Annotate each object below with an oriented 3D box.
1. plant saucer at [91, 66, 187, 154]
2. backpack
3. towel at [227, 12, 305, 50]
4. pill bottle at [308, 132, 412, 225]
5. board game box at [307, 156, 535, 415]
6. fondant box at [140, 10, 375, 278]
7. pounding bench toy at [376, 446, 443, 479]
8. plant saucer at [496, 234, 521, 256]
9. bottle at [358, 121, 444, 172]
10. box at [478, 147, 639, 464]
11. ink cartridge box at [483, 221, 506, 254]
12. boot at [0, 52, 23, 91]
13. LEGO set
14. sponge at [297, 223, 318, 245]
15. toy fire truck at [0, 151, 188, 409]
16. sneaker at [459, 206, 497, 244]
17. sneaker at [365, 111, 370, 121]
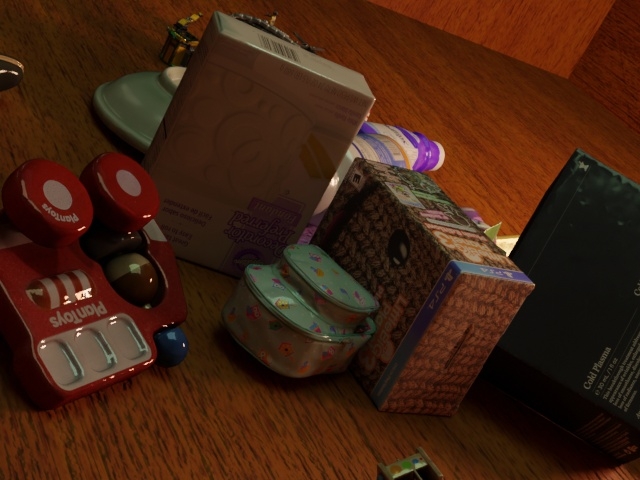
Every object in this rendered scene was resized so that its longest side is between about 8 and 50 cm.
[{"bbox_3d":[-0.191,-0.212,2.008,0.400,0.100,0.400,22,19,-8],"label":"plant saucer"},{"bbox_3d":[-0.028,0.093,1.505,0.166,0.144,0.188,45,29,23],"label":"backpack"},{"bbox_3d":[-0.078,-0.291,2.160,0.284,0.121,0.235,29,-16,-5],"label":"towel"},{"bbox_3d":[0.029,-0.102,1.908,0.152,0.152,0.272,38,23,23],"label":"pill bottle"},{"bbox_3d":[0.117,0.062,1.625,0.141,0.232,0.291,10,28,-37],"label":"board game box"},{"bbox_3d":[-0.106,-0.119,1.619,0.238,0.330,0.096,20,25,-21],"label":"fondant box"},{"bbox_3d":[0.100,0.294,1.338,0.065,0.083,0.052,-18,39,-19],"label":"pounding bench toy"},{"bbox_3d":[0.411,0.116,2.026,0.333,0.081,0.333,-4,36,-39],"label":"plant saucer"},{"bbox_3d":[0.152,-0.187,2.415,0.283,0.092,0.118,3,32,-48],"label":"bottle"},{"bbox_3d":[0.418,0.098,1.730,0.312,0.343,0.179,32,-19,6],"label":"box"},{"bbox_3d":[0.231,0.060,1.845,0.209,0.109,0.062,-26,53,-39],"label":"ink cartridge box"},{"bbox_3d":[-0.503,-0.209,1.707,0.198,0.077,0.137,-16,52,-43],"label":"boot"},{"bbox_3d":[-0.154,-0.417,2.417,0.255,0.192,0.331,40,24,27],"label":"LEGO set"},{"bbox_3d":[0.000,0.000,1.895,0.117,0.031,0.210,25,21,-12],"label":"sponge"},{"bbox_3d":[-0.267,0.050,1.323,0.254,0.169,0.302,59,29,9],"label":"toy fire truck"},{"bbox_3d":[0.175,-0.015,1.968,0.236,0.095,0.104,-2,38,-3],"label":"sneaker"},{"bbox_3d":[0.006,-0.286,2.407,0.221,0.128,0.087,15,24,-34],"label":"sneaker"}]
